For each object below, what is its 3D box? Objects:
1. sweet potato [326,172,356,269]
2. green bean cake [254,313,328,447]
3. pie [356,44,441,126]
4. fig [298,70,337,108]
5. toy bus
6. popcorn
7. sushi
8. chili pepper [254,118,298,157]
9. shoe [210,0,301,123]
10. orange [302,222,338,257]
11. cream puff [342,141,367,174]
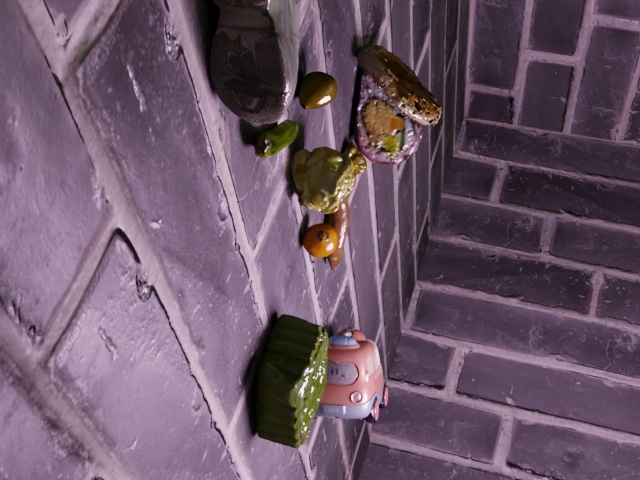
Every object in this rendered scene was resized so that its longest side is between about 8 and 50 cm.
[{"bbox_3d":[0.040,-0.039,2.239,0.067,0.059,0.281,-124,-141,-58],"label":"sweet potato"},{"bbox_3d":[-0.060,0.301,1.980,0.248,0.125,0.222,86,21,-47],"label":"green bean cake"},{"bbox_3d":[0.193,-0.386,2.252,0.055,0.274,0.274,-44,179,23],"label":"pie"},{"bbox_3d":[-0.010,-0.295,1.820,0.088,0.074,0.074,-48,153,-23],"label":"fig"},{"bbox_3d":[0.072,0.354,2.429,0.288,0.194,0.232,-16,108,-74],"label":"toy bus"},{"bbox_3d":[0.010,-0.126,1.897,0.135,0.141,0.162,-37,117,-19],"label":"popcorn"},{"bbox_3d":[0.142,-0.298,2.304,0.161,0.241,0.107,-43,-171,15],"label":"sushi"},{"bbox_3d":[-0.086,-0.181,1.657,0.201,0.050,0.052,-47,129,-69],"label":"chili pepper"},{"bbox_3d":[-0.077,-0.354,1.386,0.210,0.132,0.342,-59,153,-46],"label":"shoe"},{"bbox_3d":[0.000,0.000,2.066,0.083,0.083,0.083,11,90,-76],"label":"orange"},{"bbox_3d":[0.080,-0.200,2.288,0.058,0.083,0.083,-35,-179,6],"label":"cream puff"}]
